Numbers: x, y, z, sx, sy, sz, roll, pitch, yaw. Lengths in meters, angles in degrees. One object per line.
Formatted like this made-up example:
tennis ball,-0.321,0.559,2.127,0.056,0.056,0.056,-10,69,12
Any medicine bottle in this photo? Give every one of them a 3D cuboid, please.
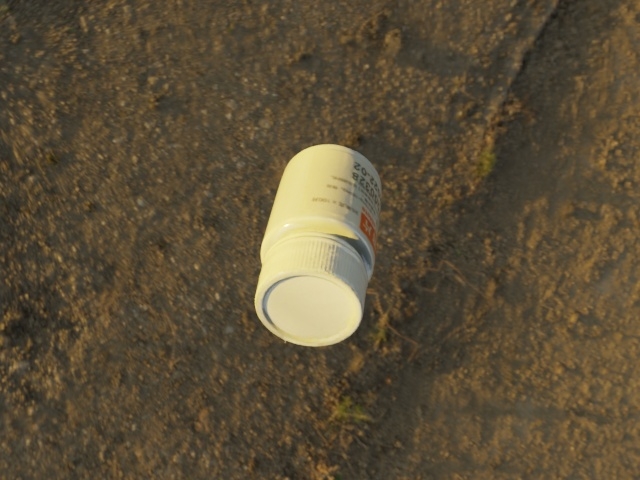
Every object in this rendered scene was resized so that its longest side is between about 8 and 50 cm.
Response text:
medicine bottle,0.000,0.000,0.954,0.145,0.252,0.144,6,128,7
